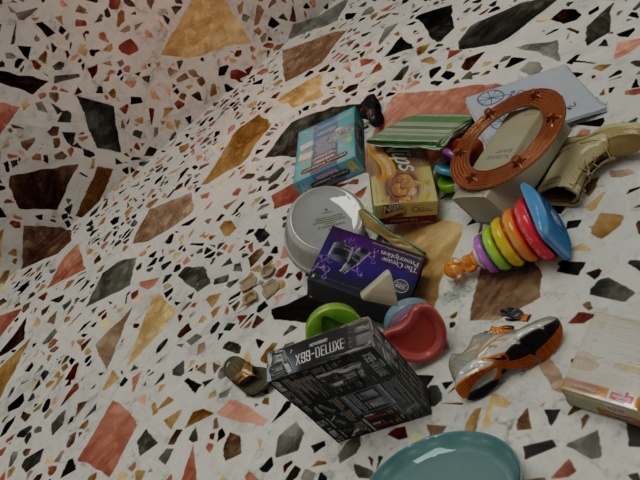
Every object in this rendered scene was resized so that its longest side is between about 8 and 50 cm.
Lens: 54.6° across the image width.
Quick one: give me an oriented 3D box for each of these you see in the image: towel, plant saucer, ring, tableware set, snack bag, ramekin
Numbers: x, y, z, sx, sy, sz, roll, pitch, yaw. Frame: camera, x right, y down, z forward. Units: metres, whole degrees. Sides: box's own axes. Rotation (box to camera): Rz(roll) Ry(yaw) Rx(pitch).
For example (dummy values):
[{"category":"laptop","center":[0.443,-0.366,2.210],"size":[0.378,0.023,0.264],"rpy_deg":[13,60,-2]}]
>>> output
[{"category":"towel","center":[0.327,-0.344,1.942],"size":[0.248,0.038,0.325],"rpy_deg":[9,29,31]},{"category":"plant saucer","center":[0.223,0.473,1.151],"size":[0.317,0.043,0.317],"rpy_deg":[-23,14,6]},{"category":"ring","center":[0.469,-0.269,1.597],"size":[0.336,0.032,0.336],"rpy_deg":[-38,27,24]},{"category":"tableware set","center":[-0.201,0.142,2.004],"size":[0.141,0.020,0.168],"rpy_deg":[-31,35,9]},{"category":"snack bag","center":[0.636,-0.409,1.874],"size":[0.342,0.037,0.323],"rpy_deg":[-18,37,10]},{"category":"ramekin","center":[0.020,-0.038,1.819],"size":[0.273,0.127,0.273],"rpy_deg":[-1,62,2]}]

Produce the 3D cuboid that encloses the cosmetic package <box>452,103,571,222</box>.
[{"category":"cosmetic package","center":[0.503,-0.200,1.635],"size":[0.309,0.113,0.160],"rpy_deg":[-54,18,-12]}]

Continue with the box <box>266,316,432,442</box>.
[{"category":"box","center":[0.067,0.308,1.328],"size":[0.242,0.307,0.076],"rpy_deg":[-24,41,19]}]

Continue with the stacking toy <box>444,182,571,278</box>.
[{"category":"stacking toy","center":[0.433,0.017,1.505],"size":[0.302,0.166,0.175],"rpy_deg":[-32,45,27]}]

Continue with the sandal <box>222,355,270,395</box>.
[{"category":"sandal","center":[-0.211,0.364,1.721],"size":[0.090,0.060,0.219],"rpy_deg":[-50,37,-17]}]

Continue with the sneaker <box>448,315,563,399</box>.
[{"category":"sneaker","center":[0.387,0.225,1.335],"size":[0.262,0.099,0.121],"rpy_deg":[-32,31,6]}]

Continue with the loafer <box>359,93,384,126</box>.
[{"category":"loafer","center":[0.189,-0.480,2.338],"size":[0.078,0.076,0.223],"rpy_deg":[-30,30,19]}]

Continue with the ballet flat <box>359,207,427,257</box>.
[{"category":"ballet flat","center":[0.183,0.000,1.705],"size":[0.232,0.080,0.073],"rpy_deg":[37,90,17]}]

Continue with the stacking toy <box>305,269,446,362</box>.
[{"category":"stacking toy","center":[0.115,0.201,1.453],"size":[0.309,0.279,0.130],"rpy_deg":[-33,24,8]}]

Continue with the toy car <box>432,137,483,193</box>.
[{"category":"toy car","center":[0.404,-0.223,1.794],"size":[0.182,0.136,0.159],"rpy_deg":[-41,35,-6]}]

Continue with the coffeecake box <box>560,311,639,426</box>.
[{"category":"coffeecake box","center":[0.567,0.241,1.180],"size":[0.142,0.068,0.185],"rpy_deg":[10,56,46]}]

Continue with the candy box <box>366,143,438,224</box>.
[{"category":"candy box","center":[0.240,-0.184,1.862],"size":[0.183,0.087,0.316],"rpy_deg":[-3,43,2]}]

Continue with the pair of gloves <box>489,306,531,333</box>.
[{"category":"pair of gloves","center":[0.430,0.188,1.411],"size":[0.074,0.010,0.083],"rpy_deg":[11,56,47]}]

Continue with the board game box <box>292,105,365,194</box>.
[{"category":"board game box","center":[0.034,-0.331,2.292],"size":[0.254,0.079,0.336],"rpy_deg":[-22,38,21]}]

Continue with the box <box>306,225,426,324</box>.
[{"category":"box","center":[0.118,0.094,1.606],"size":[0.261,0.103,0.184],"rpy_deg":[18,59,11]}]

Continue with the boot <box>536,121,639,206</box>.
[{"category":"boot","center":[0.673,-0.185,1.546],"size":[0.262,0.095,0.203],"rpy_deg":[-8,43,45]}]
